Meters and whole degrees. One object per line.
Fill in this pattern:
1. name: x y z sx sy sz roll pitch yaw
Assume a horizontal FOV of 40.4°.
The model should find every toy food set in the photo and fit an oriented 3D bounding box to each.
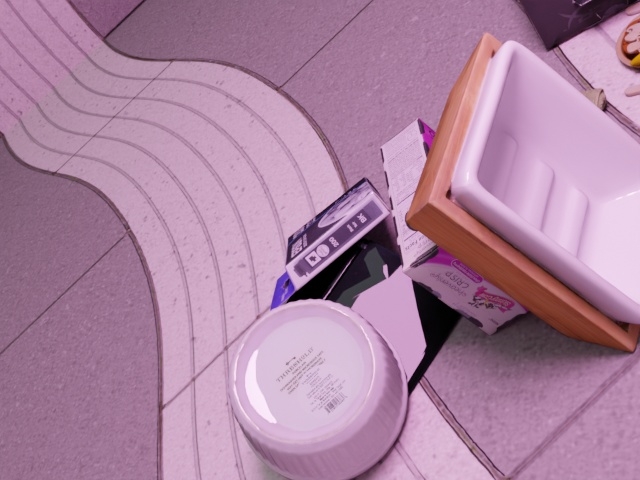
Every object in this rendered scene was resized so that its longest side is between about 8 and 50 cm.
1. toy food set: 0.449 -0.279 1.139 0.132 0.038 0.192 -16 44 33

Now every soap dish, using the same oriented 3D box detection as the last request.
1. soap dish: 0.233 -0.044 0.917 0.118 0.291 0.228 -27 35 52

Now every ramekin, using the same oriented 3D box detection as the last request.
1. ramekin: -0.007 0.165 0.996 0.207 0.109 0.207 -6 62 11

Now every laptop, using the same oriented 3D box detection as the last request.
1. laptop: 0.032 0.129 1.147 0.234 0.137 0.264 -54 11 -16

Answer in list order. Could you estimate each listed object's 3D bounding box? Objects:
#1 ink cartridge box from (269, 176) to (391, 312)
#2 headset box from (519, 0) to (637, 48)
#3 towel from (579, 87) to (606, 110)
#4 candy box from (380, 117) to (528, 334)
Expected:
1. ink cartridge box: 0.000 0.000 1.206 0.208 0.045 0.206 -41 8 6
2. headset box: 0.388 -0.432 1.293 0.218 0.110 0.293 -27 39 21
3. towel: 0.309 -0.135 1.138 0.110 0.027 0.148 -2 53 44
4. candy box: 0.160 -0.022 1.046 0.071 0.159 0.233 -38 35 27
